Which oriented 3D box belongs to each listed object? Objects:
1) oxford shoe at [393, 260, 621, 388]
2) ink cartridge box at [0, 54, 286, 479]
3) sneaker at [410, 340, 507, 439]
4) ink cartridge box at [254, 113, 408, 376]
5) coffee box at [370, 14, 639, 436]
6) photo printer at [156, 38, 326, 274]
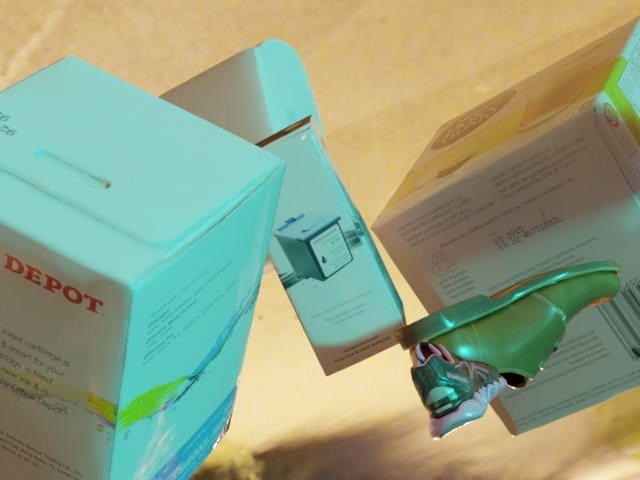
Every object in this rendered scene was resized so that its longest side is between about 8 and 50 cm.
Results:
[{"bbox_3d":[0.152,0.069,1.061,0.212,0.076,0.076,-20,171,-31],"label":"oxford shoe"},{"bbox_3d":[-0.148,0.042,0.864,0.168,0.171,0.233,-44,155,-49],"label":"ink cartridge box"},{"bbox_3d":[0.083,0.085,0.896,0.047,0.057,0.119,-35,176,12],"label":"sneaker"},{"bbox_3d":[0.000,0.000,1.181,0.082,0.191,0.139,-26,-173,5],"label":"ink cartridge box"},{"bbox_3d":[0.328,-0.024,1.787,0.337,0.338,0.334,-28,-166,33],"label":"coffee box"},{"bbox_3d":[-0.132,-0.067,1.692,0.307,0.256,0.107,-22,167,34],"label":"photo printer"}]
